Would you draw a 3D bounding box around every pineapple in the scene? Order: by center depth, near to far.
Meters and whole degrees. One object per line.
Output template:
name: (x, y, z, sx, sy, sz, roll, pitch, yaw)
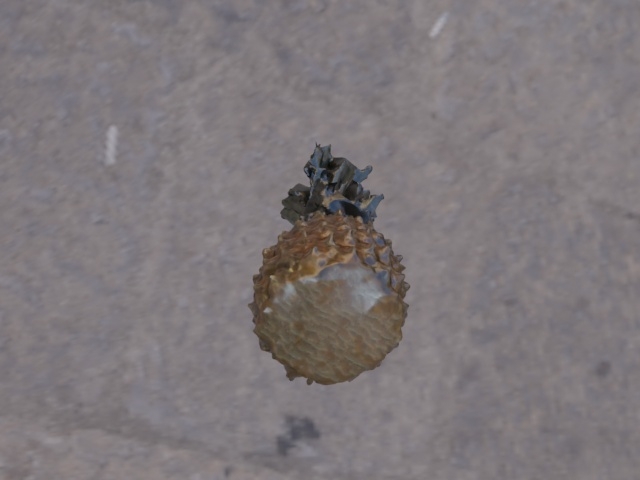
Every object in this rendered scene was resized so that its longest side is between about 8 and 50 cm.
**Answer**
pineapple: (0.000, 0.000, 0.573, 0.058, 0.124, 0.058, -2, 118, -4)
